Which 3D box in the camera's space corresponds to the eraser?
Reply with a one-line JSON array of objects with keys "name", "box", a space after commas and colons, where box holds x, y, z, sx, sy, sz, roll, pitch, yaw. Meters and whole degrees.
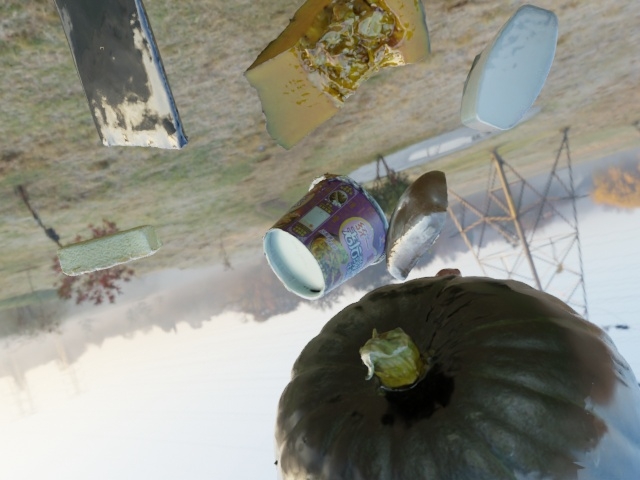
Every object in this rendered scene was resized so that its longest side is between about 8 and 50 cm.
[{"name": "eraser", "box": [0.320, -0.289, 1.003, 0.104, 0.189, 0.290, 25, -167, 4]}]

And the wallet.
[{"name": "wallet", "box": [-0.226, -0.229, 0.582, 0.146, 0.285, 0.030, 13, -142, 36]}]

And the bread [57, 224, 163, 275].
[{"name": "bread", "box": [-0.437, 0.020, 1.190, 0.188, 0.068, 0.125, -15, -174, -4]}]

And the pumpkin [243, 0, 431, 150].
[{"name": "pumpkin", "box": [0.017, -0.248, 0.743, 0.248, 0.131, 0.126, -28, -138, 11]}]

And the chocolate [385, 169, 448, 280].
[{"name": "chocolate", "box": [0.197, -0.036, 1.277, 0.080, 0.157, 0.254, 13, 139, -10]}]

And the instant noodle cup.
[{"name": "instant noodle cup", "box": [0.000, 0.000, 1.698, 0.266, 0.340, 0.340, -37, -170, -33]}]

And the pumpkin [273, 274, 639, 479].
[{"name": "pumpkin", "box": [0.081, 0.126, 0.384, 0.250, 0.216, 0.250, -19, -140, 16]}]

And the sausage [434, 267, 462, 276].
[{"name": "sausage", "box": [0.283, 0.151, 1.347, 0.077, 0.194, 0.077, 12, -158, -5]}]
